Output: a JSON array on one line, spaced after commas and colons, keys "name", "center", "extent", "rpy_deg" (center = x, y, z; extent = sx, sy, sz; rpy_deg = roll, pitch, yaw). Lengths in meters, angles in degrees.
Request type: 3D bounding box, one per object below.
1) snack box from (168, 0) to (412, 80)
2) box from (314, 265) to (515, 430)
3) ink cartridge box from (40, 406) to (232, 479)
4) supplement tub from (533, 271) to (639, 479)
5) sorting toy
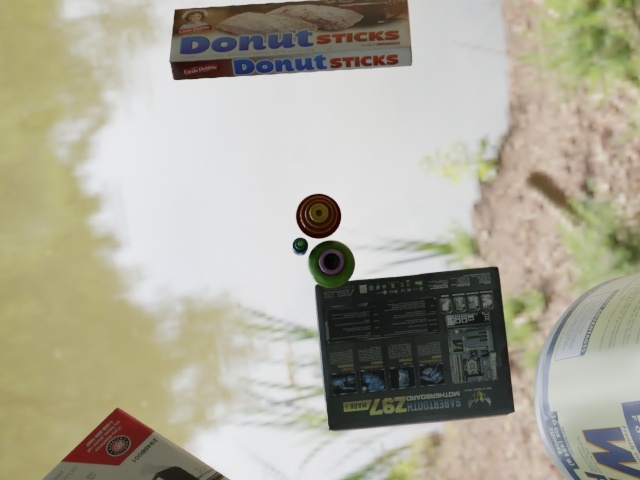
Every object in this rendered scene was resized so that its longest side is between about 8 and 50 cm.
[{"name": "snack box", "center": [-0.022, -0.152, 1.122], "extent": [0.022, 0.178, 0.064], "rpy_deg": [84, -176, -47]}, {"name": "box", "center": [0.115, 0.135, 1.853], "extent": [0.059, 0.233, 0.183], "rpy_deg": [71, -167, -80]}, {"name": "ink cartridge box", "center": [-0.191, 0.348, 1.721], "extent": [0.273, 0.197, 0.114], "rpy_deg": [29, 144, 25]}, {"name": "supplement tub", "center": [0.351, 0.125, 1.296], "extent": [0.325, 0.235, 0.235], "rpy_deg": [149, 109, -70]}, {"name": "sorting toy", "center": [0.000, 0.000, 1.579], "extent": [0.042, 0.061, 0.102], "rpy_deg": [101, 152, -83]}]
